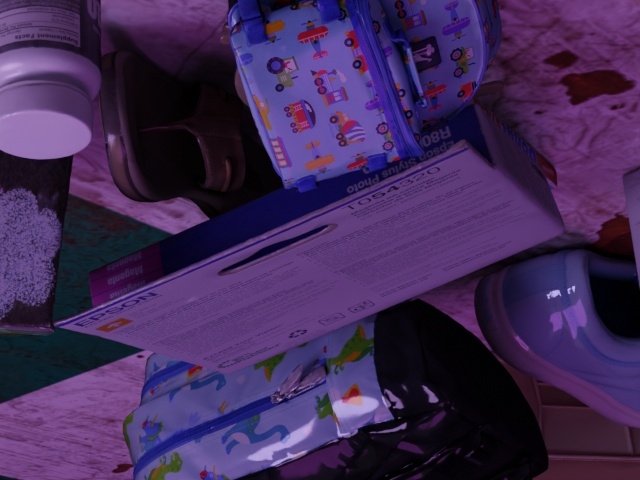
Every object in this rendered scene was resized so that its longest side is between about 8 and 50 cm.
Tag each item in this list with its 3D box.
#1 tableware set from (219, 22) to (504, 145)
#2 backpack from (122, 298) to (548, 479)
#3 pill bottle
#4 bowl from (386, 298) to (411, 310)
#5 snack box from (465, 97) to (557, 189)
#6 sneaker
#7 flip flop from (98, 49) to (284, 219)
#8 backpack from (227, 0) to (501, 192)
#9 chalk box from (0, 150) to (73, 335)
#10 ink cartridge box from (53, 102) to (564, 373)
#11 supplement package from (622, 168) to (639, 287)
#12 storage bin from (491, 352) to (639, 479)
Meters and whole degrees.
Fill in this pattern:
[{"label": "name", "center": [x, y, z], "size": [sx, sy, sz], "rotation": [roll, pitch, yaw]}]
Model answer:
[{"label": "tableware set", "center": [0.033, -0.139, 1.209], "size": [0.194, 0.039, 0.128], "rotation": [-12, 144, 5]}, {"label": "backpack", "center": [-0.012, 0.184, 1.587], "size": [0.355, 0.273, 0.290], "rotation": [-35, 150, 14]}, {"label": "pill bottle", "center": [-0.178, -0.127, 1.075], "size": [0.078, 0.137, 0.078], "rotation": [-3, 157, -1]}, {"label": "bowl", "center": [0.009, 0.043, 1.599], "size": [0.142, 0.053, 0.142], "rotation": [1, 156, -13]}, {"label": "snack box", "center": [0.132, -0.073, 1.392], "size": [0.064, 0.022, 0.178], "rotation": [-17, 153, 26]}, {"label": "sneaker", "center": [0.325, 0.099, 1.678], "size": [0.366, 0.135, 0.150], "rotation": [17, 152, -40]}, {"label": "flip flop", "center": [-0.082, -0.071, 1.254], "size": [0.080, 0.112, 0.277], "rotation": [-15, 159, 23]}, {"label": "backpack", "center": [0.036, -0.127, 1.100], "size": [0.173, 0.117, 0.158], "rotation": [-14, 122, 3]}, {"label": "chalk box", "center": [-0.333, -0.035, 1.157], "size": [0.289, 0.180, 0.179], "rotation": [8, 174, -22]}, {"label": "ink cartridge box", "center": [0.000, 0.000, 1.287], "size": [0.324, 0.071, 0.330], "rotation": [-23, 162, 14]}, {"label": "supplement package", "center": [0.363, 0.046, 1.424], "size": [0.139, 0.244, 0.134], "rotation": [16, 149, -37]}, {"label": "storage bin", "center": [0.251, 0.237, 1.997], "size": [0.260, 0.123, 0.262], "rotation": [5, 155, -17]}]
